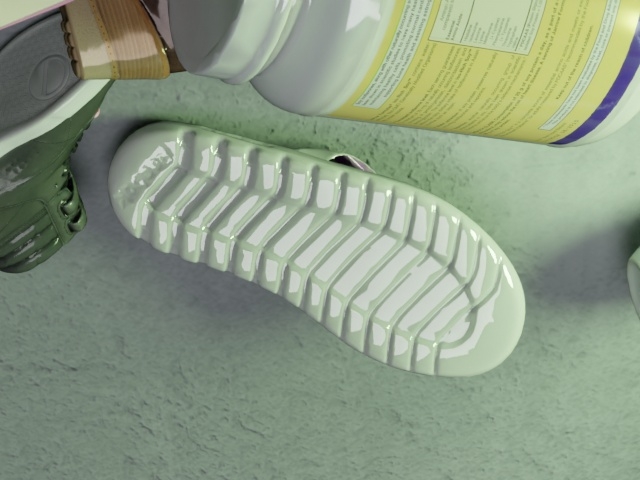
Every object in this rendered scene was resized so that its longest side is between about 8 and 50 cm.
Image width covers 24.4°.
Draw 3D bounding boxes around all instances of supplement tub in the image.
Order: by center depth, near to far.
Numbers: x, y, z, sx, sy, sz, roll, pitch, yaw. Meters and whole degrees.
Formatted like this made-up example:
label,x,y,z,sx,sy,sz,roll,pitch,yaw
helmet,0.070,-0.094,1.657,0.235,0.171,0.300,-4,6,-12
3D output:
label,x,y,z,sx,sy,sz,roll,pitch,yaw
supplement tub,0.075,-0.201,1.091,0.331,0.241,0.241,5,132,-24

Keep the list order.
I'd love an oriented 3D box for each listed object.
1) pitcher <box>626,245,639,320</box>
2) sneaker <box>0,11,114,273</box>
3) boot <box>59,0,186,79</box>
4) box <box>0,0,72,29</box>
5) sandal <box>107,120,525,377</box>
label,x,y,z,sx,sy,sz,roll,pitch,yaw
pitcher,0.402,0.004,1.422,0.207,0.125,0.178,-17,111,-3
sneaker,-0.241,-0.084,1.313,0.296,0.104,0.147,-41,141,15
boot,-0.119,-0.257,1.177,0.207,0.090,0.248,-16,111,-16
box,-0.263,-0.260,1.019,0.213,0.117,0.243,-22,104,6
sandal,0.008,-0.013,1.390,0.416,0.102,0.169,26,111,-9
